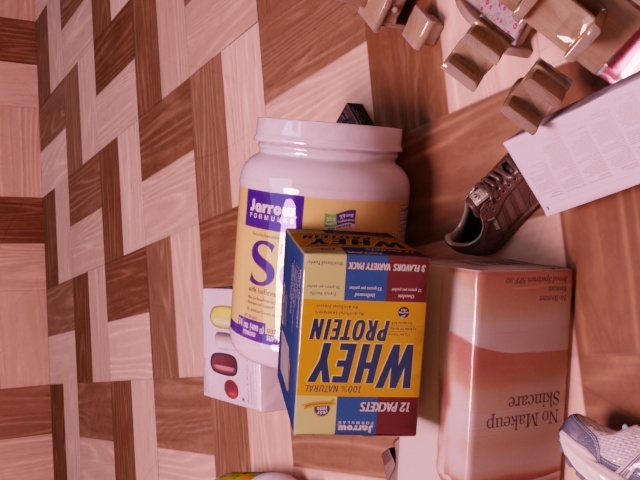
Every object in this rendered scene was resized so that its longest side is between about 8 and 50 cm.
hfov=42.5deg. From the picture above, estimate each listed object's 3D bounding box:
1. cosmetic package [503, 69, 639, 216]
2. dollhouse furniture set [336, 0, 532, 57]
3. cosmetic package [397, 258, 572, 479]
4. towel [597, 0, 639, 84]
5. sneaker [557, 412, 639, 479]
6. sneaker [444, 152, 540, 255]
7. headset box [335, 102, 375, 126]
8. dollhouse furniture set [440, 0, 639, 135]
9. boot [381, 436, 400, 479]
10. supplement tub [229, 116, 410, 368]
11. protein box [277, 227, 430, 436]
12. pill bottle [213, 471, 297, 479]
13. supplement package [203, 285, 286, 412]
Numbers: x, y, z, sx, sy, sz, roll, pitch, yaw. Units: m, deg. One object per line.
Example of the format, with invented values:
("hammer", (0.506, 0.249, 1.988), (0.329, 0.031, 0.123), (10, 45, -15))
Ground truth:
("cosmetic package", (0.304, -0.107, 0.820), (0.239, 0.060, 0.099), (-23, 99, 55))
("dollhouse furniture set", (0.156, -0.318, 0.979), (0.355, 0.174, 0.303), (60, 138, 38))
("cosmetic package", (0.188, 0.172, 0.950), (0.129, 0.153, 0.296), (9, 99, 58))
("towel", (0.313, -0.232, 0.823), (0.197, 0.029, 0.144), (46, 132, 20))
("sneaker", (0.353, 0.211, 0.762), (0.283, 0.110, 0.122), (23, 91, 53))
("sneaker", (0.215, -0.052, 0.979), (0.066, 0.071, 0.188), (58, 136, 40))
("headset box", (0.050, -0.168, 1.275), (0.083, 0.032, 0.062), (-59, 43, 41))
("dollhouse furniture set", (0.207, -0.275, 0.820), (0.242, 0.161, 0.212), (37, 131, -2))
("boot", (0.131, 0.317, 1.149), (0.087, 0.042, 0.118), (61, 139, 28))
("supplement tub", (0.000, 0.000, 1.161), (0.241, 0.241, 0.331), (16, 104, 57))
("protein box", (0.029, 0.098, 0.953), (0.201, 0.136, 0.199), (-135, 48, -78))
("pill bottle", (-0.101, 0.468, 1.416), (0.246, 0.136, 0.136), (-24, 70, 55))
("supplement package", (-0.090, 0.173, 1.388), (0.203, 0.149, 0.194), (-4, 86, 57))
